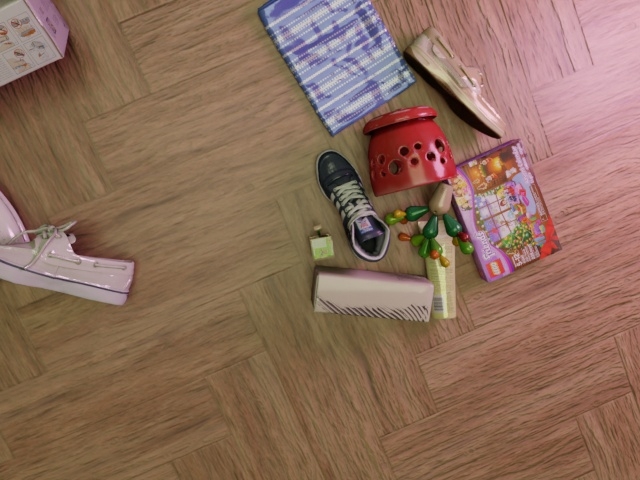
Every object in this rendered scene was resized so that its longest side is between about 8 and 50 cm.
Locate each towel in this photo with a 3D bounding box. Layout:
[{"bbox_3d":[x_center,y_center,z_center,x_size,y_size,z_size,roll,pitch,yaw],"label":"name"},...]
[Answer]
[{"bbox_3d":[0.040,-0.445,1.279,0.243,0.040,0.336,-32,99,1],"label":"towel"}]

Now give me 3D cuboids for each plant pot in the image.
[{"bbox_3d":[0.196,-0.201,1.251,0.191,0.191,0.174,-12,94,-3],"label":"plant pot"}]

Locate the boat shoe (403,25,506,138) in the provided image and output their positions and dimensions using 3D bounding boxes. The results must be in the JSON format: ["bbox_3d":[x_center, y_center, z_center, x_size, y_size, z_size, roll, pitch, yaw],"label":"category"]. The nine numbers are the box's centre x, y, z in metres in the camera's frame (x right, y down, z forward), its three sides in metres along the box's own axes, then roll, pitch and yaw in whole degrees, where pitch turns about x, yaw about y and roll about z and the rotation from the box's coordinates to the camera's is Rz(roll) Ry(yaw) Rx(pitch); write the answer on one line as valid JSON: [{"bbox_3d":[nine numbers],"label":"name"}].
[{"bbox_3d":[0.328,-0.360,1.283,0.302,0.109,0.098,43,93,-3],"label":"boat shoe"}]

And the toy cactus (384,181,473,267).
[{"bbox_3d":[0.254,-0.045,1.290,0.219,0.112,0.180,24,104,28],"label":"toy cactus"}]

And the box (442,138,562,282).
[{"bbox_3d":[0.436,-0.071,1.353,0.201,0.057,0.293,-25,99,-1],"label":"box"}]

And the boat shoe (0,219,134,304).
[{"bbox_3d":[-0.567,0.025,1.195,0.367,0.136,0.156,21,83,-37],"label":"boat shoe"}]

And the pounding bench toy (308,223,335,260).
[{"bbox_3d":[0.000,0.000,1.321,0.052,0.065,0.083,-10,98,-3],"label":"pounding bench toy"}]

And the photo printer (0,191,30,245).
[{"bbox_3d":[-0.818,0.004,1.231,0.307,0.107,0.256,-30,100,0],"label":"photo printer"}]

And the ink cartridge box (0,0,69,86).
[{"bbox_3d":[-0.695,-0.409,1.152,0.309,0.272,0.130,-25,130,-1],"label":"ink cartridge box"}]

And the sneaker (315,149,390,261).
[{"bbox_3d":[0.076,-0.078,1.273,0.099,0.153,0.282,-25,99,-2],"label":"sneaker"}]

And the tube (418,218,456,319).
[{"bbox_3d":[0.294,0.069,1.363,0.070,0.062,0.240,-7,93,-37],"label":"tube"}]

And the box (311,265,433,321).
[{"bbox_3d":[0.119,0.125,1.327,0.275,0.113,0.094,6,98,-4],"label":"box"}]
